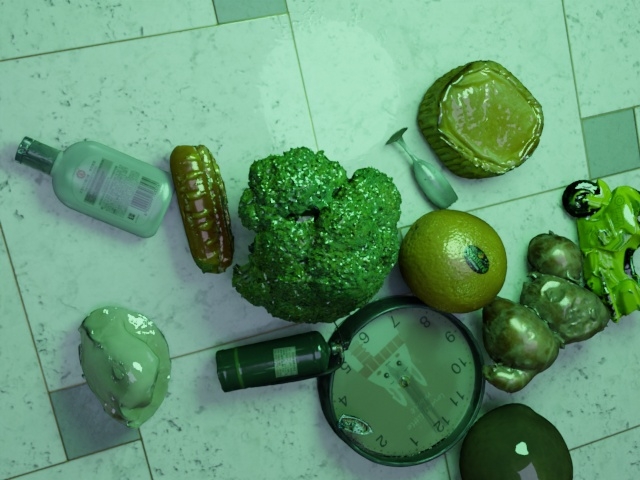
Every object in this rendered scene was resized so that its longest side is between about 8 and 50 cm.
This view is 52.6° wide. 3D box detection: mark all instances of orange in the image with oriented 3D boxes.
[{"bbox_3d":[0.282,0.045,1.378,0.237,0.236,0.236,-1,95,-14],"label":"orange"}]

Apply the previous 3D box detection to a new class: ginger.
[{"bbox_3d":[0.488,0.176,1.460,0.256,0.176,0.375,45,76,-5],"label":"ginger"}]

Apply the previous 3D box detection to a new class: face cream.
[{"bbox_3d":[-0.436,-0.115,1.254,0.291,0.071,0.143,22,86,-16],"label":"face cream"}]

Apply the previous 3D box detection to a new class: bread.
[{"bbox_3d":[0.346,-0.260,1.406,0.253,0.142,0.227,44,83,-17],"label":"bread"}]

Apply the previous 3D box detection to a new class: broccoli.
[{"bbox_3d":[-0.006,0.007,1.268,0.413,0.310,0.320,23,78,-48],"label":"broccoli"}]

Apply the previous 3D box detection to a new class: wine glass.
[{"bbox_3d":[0.225,-0.155,1.426,0.066,0.066,0.198,-43,105,-7],"label":"wine glass"}]

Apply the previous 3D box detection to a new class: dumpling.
[{"bbox_3d":[-0.375,0.242,1.288,0.173,0.142,0.247,-24,95,-47],"label":"dumpling"}]

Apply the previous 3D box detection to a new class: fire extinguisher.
[{"bbox_3d":[-0.062,0.243,1.343,0.295,0.093,0.118,-11,102,-1],"label":"fire extinguisher"}]

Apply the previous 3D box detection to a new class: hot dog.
[{"bbox_3d":[-0.229,-0.064,1.300,0.072,0.115,0.268,-9,101,23],"label":"hot dog"}]

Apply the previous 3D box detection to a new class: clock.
[{"bbox_3d":[0.186,0.315,1.447,0.387,0.076,0.385,-1,95,-14],"label":"clock"}]

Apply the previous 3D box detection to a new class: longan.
[{"bbox_3d":[0.433,0.492,1.439,0.258,0.258,0.257,-1,95,-14],"label":"longan"}]

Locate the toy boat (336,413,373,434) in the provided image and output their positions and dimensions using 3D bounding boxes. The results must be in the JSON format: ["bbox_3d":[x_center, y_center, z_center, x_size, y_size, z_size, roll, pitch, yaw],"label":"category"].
[{"bbox_3d":[0.075,0.392,1.369,0.083,0.038,0.038,21,90,-14],"label":"toy boat"}]

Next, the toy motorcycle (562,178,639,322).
[{"bbox_3d":[0.698,0.012,1.521,0.206,0.142,0.342,-9,99,25],"label":"toy motorcycle"}]
